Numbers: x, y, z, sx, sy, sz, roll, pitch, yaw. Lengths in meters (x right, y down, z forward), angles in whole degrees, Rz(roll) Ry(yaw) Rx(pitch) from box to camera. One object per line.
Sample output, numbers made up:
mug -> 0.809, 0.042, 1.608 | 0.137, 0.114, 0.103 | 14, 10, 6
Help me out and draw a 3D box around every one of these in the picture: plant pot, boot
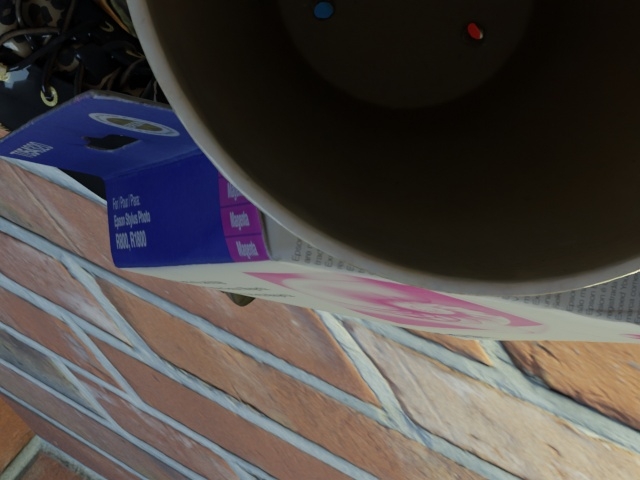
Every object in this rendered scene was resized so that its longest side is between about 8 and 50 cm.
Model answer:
plant pot -> 0.049, -0.116, 0.720 | 0.256, 0.256, 0.274 | 41, 179, -6
boot -> -0.141, -0.112, 1.259 | 0.284, 0.138, 0.377 | 35, 167, 14

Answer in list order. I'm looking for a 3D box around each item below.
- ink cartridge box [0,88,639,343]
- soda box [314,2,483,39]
ink cartridge box -> 0.000, 0.000, 0.963 | 0.330, 0.071, 0.324 | 10, 175, -18
soda box -> 0.039, -0.109, 0.996 | 0.210, 0.067, 0.071 | 49, 160, -28
